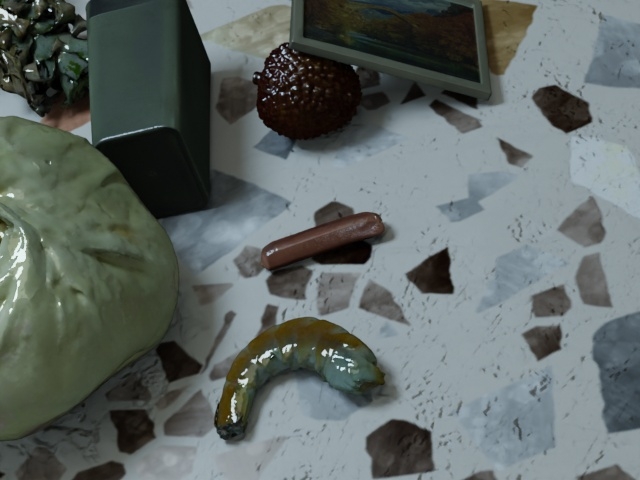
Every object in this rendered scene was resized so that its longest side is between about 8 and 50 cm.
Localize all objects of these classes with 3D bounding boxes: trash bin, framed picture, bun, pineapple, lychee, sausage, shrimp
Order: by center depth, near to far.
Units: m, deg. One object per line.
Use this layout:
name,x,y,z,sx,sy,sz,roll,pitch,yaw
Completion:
shrimp,-0.029,0.151,1.459,0.161,0.049,0.166,25,63,35
bun,-0.326,0.030,1.493,0.361,0.213,0.361,2,64,-4
sausage,0.000,0.000,1.587,0.147,0.035,0.030,-17,16,0
lychee,-0.015,-0.180,1.684,0.129,0.123,0.123,-8,48,-6
trash bin,-0.202,-0.163,1.700,0.122,0.164,0.240,-12,52,7
framed picture,0.085,-0.260,1.707,0.250,0.016,0.184,14,45,-12
pineapple,-0.405,-0.273,1.844,0.271,0.262,0.262,34,64,10
